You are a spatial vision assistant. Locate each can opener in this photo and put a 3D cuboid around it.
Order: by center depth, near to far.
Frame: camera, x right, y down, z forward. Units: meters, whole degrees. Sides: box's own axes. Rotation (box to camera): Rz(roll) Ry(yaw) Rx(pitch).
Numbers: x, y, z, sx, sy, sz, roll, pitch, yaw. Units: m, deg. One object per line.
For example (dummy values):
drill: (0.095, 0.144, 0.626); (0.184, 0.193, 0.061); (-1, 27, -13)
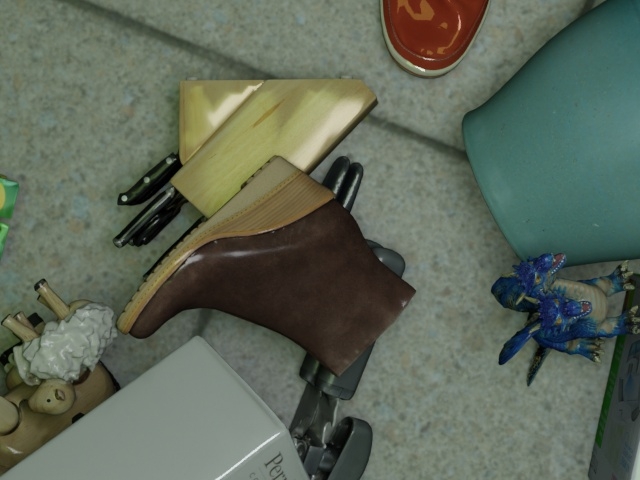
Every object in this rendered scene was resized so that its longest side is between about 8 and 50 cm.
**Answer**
can opener: (0.000, 0.000, 1.448); (0.073, 0.059, 0.186); (20, 83, 29)
can opener: (0.032, 0.144, 1.453); (0.095, 0.076, 0.283); (20, 93, -29)

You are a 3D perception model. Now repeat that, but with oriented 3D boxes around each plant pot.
plant pot: (0.288, -0.097, 1.334); (0.255, 0.271, 0.272); (-26, 90, 20)

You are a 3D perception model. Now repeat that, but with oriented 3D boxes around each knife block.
knife block: (-0.077, -0.048, 1.433); (0.275, 0.088, 0.242); (-1, 93, 3)

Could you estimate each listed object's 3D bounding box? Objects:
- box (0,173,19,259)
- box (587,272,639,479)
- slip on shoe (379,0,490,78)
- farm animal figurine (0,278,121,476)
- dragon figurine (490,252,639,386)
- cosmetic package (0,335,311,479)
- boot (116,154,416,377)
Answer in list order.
box: (-0.418, -0.039, 1.479); (0.179, 0.043, 0.105); (16, 93, 6)
box: (0.356, 0.161, 1.325); (0.126, 0.262, 0.231); (12, 94, 4)
slip on shoe: (0.139, -0.331, 1.403); (0.123, 0.101, 0.331); (17, 94, 1)
farm animal figurine: (-0.332, 0.226, 1.399); (0.172, 0.330, 0.327); (44, 66, 4)
dragon figurine: (0.213, 0.076, 1.327); (0.144, 0.289, 0.085); (0, 73, -17)
cosmetic package: (-0.222, 0.325, 1.284); (0.453, 0.230, 0.161); (-36, 48, -14)
boot: (-0.052, 0.062, 1.346); (0.248, 0.090, 0.207); (-43, 94, -9)
